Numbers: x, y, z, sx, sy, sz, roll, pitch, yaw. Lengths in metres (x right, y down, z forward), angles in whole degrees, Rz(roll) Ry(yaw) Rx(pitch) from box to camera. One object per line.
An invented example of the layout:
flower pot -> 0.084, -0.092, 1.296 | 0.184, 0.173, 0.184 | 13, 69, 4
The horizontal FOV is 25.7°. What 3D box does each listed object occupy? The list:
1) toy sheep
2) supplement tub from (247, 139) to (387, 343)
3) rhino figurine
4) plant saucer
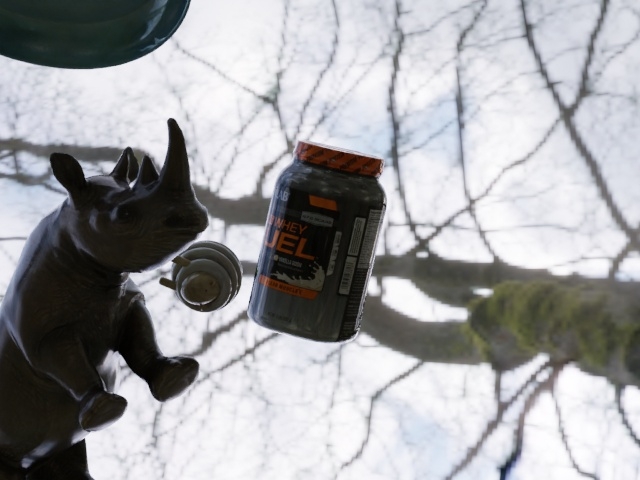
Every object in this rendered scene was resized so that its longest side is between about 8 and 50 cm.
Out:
toy sheep -> -0.131, 0.039, 1.600 | 0.132, 0.091, 0.091 | -64, -45, -67
supplement tub -> 0.000, 0.000, 1.412 | 0.117, 0.117, 0.190 | 7, -83, -40
rhino figurine -> -0.115, 0.045, 0.672 | 0.073, 0.106, 0.243 | -7, -50, -48
plant saucer -> -0.254, -0.266, 1.172 | 0.317, 0.317, 0.043 | 41, -132, -32
